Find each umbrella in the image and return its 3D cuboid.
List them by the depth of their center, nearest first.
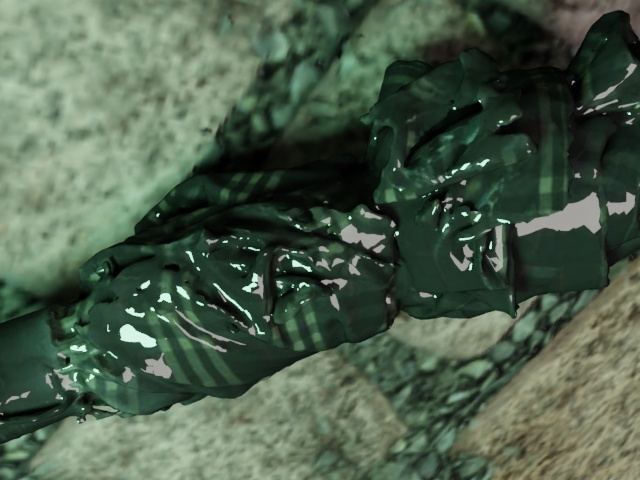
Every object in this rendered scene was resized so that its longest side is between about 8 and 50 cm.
[{"bbox_3d":[0.002,-0.003,0.444,0.337,0.154,0.128,-20,91,9],"label":"umbrella"}]
